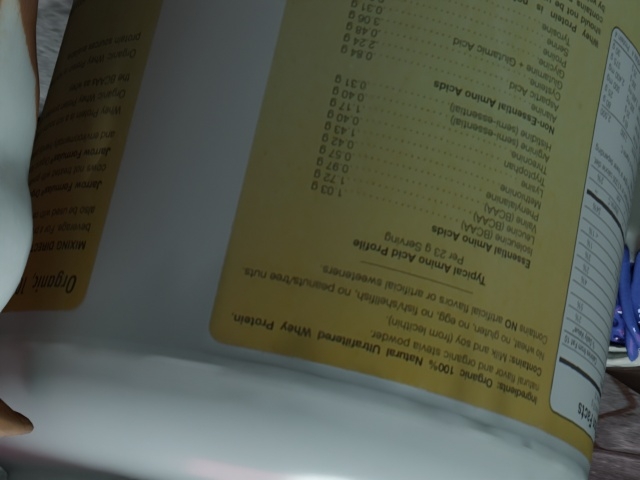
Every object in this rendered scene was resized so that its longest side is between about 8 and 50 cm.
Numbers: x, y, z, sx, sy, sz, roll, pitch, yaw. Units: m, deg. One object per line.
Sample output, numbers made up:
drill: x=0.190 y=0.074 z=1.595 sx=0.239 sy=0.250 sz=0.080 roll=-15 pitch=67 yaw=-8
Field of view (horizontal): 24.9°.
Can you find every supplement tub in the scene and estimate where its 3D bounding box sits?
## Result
supplement tub: x=0.000 y=0.000 z=0.550 sx=0.228 sy=0.316 sz=0.228 roll=12 pitch=166 yaw=3

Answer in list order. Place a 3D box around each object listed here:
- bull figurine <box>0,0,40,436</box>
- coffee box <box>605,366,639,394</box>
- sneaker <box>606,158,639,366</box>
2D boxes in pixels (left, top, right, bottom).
bull figurine: x=-0.152 y=-0.077 z=0.442 sx=0.188 sy=0.310 sz=0.101 roll=11 pitch=179 yaw=27
coffee box: x=0.314 y=0.069 z=0.934 sx=0.168 sy=0.119 sz=0.297 roll=1 pitch=162 yaw=35
sneaker: x=0.209 y=0.024 z=0.685 sx=0.315 sy=0.127 sz=0.182 roll=-1 pitch=-157 yaw=21
